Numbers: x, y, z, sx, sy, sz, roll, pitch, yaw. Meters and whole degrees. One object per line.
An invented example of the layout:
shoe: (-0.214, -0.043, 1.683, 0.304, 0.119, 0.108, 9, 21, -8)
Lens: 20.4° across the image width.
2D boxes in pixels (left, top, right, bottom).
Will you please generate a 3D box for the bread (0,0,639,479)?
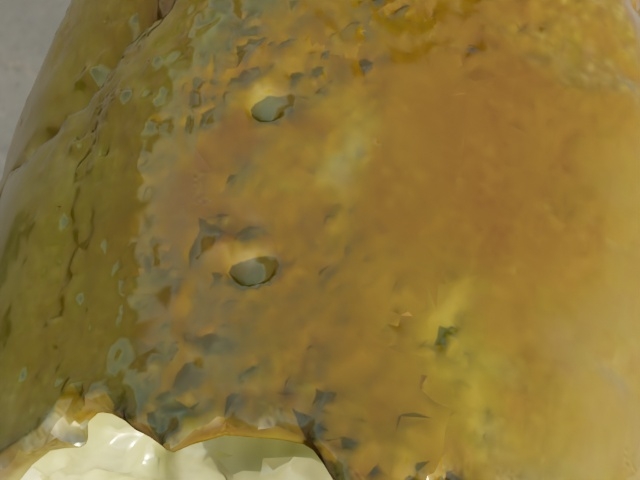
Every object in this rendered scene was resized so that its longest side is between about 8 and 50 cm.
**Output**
bread: (0.000, 0.000, 0.789, 0.361, 0.250, 0.394, 7, 69, 7)
